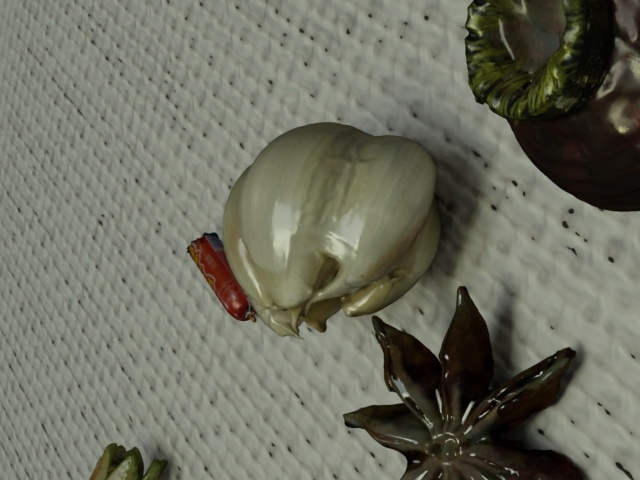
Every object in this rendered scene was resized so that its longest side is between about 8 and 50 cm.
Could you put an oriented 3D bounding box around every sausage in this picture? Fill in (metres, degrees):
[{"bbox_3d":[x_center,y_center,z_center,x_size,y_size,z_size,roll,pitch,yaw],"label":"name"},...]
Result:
[{"bbox_3d":[-0.109,0.051,1.616,0.145,0.048,0.050,52,137,41],"label":"sausage"}]

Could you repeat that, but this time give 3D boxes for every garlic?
[{"bbox_3d":[-0.008,-0.009,1.291,0.281,0.185,0.203,-10,51,50],"label":"garlic"}]

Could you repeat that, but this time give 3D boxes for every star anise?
[{"bbox_3d":[0.130,0.182,1.204,0.288,0.088,0.288,7,100,45],"label":"star anise"}]

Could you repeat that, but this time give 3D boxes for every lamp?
[{"bbox_3d":[0.216,-0.136,0.943,0.247,0.247,0.247,1,91,57],"label":"lamp"}]

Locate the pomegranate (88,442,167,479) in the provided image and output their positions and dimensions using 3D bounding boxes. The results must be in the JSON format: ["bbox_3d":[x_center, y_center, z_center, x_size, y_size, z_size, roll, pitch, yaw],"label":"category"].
[{"bbox_3d":[-0.293,0.411,1.764,0.236,0.236,0.302,10,87,57],"label":"pomegranate"}]
